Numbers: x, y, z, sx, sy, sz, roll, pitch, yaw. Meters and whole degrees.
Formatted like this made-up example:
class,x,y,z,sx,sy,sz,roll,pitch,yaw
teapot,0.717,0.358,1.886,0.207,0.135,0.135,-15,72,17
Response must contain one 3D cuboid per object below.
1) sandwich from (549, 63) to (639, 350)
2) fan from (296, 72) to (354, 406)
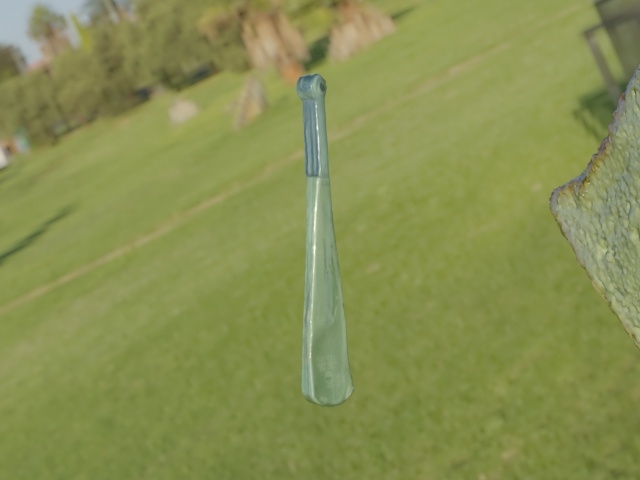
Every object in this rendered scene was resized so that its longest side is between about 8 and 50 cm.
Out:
class,x,y,z,sx,sy,sz,roll,pitch,yaw
sandwich,0.280,-0.010,1.262,0.087,0.226,0.251,-29,-18,-21
fan,0.000,0.000,0.980,0.016,0.193,0.038,-1,3,42
